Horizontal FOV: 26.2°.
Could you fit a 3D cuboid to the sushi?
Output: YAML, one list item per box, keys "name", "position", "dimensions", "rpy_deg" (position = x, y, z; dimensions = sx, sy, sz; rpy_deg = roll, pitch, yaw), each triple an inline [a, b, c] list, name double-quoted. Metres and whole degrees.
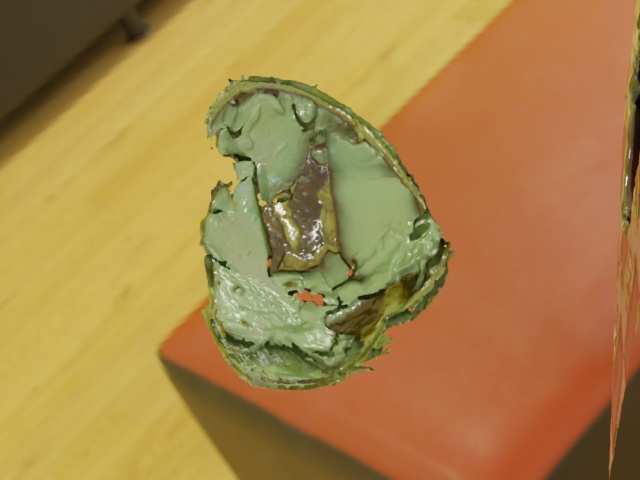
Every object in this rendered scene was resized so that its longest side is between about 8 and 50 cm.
- name: "sushi"
  position: [0.182, -0.074, 0.656]
  dimensions: [0.059, 0.292, 0.294]
  rpy_deg: [5, 50, 10]

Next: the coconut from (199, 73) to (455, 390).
- name: "coconut"
  position: [-0.002, 0.002, 0.686]
  dimensions: [0.133, 0.055, 0.158]
  rpy_deg: [10, 74, -1]
